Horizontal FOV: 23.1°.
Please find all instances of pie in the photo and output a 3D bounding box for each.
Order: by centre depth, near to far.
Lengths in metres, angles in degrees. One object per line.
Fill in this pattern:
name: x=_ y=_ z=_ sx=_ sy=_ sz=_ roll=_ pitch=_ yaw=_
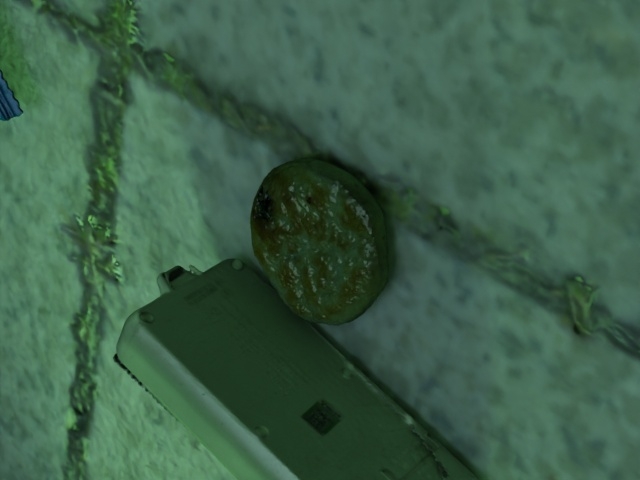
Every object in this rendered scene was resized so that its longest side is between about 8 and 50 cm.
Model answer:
pie: x=0.000 y=0.000 z=0.724 sx=0.085 sy=0.017 sz=0.085 roll=19 pitch=122 yaw=34

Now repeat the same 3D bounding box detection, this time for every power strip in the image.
power strip: x=-0.009 y=0.084 z=0.730 sx=0.192 sy=0.081 sz=0.035 roll=42 pitch=133 yaw=16

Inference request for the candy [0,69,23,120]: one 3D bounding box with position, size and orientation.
candy: x=-0.217 y=-0.096 z=0.855 sx=0.136 sy=0.038 sz=0.088 roll=-8 pitch=119 yaw=51
